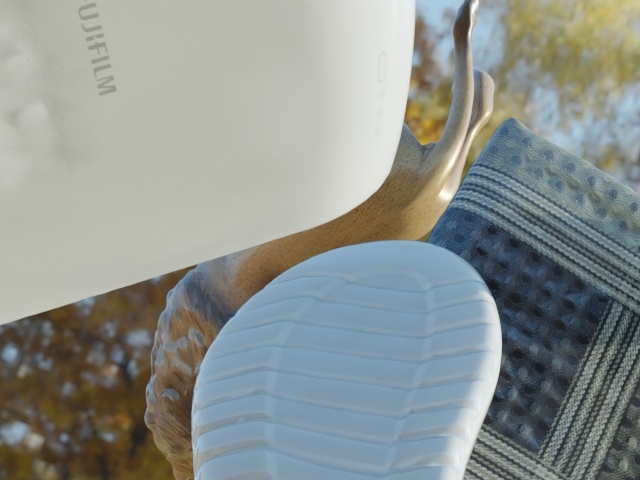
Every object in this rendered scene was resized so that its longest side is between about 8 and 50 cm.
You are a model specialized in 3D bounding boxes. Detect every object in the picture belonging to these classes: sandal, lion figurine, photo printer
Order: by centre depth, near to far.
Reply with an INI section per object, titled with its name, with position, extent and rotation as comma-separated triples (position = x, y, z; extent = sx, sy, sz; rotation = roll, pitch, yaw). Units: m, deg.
[photo printer]
position = -0.112, -0.094, 0.687
extent = 0.307, 0.107, 0.256
rotation = -17, -55, -10
[sandal]
position = 0.009, 0.142, 0.933
extent = 0.169, 0.416, 0.102
rotation = 1, -56, 8
[lion figurine]
position = 0.000, 0.000, 1.339
extent = 0.142, 0.240, 0.392
rotation = 31, -62, -15

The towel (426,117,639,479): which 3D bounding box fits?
[towel]
position = 0.183, 0.121, 1.138
extent = 0.324, 0.312, 0.056
rotation = 33, -26, -5
